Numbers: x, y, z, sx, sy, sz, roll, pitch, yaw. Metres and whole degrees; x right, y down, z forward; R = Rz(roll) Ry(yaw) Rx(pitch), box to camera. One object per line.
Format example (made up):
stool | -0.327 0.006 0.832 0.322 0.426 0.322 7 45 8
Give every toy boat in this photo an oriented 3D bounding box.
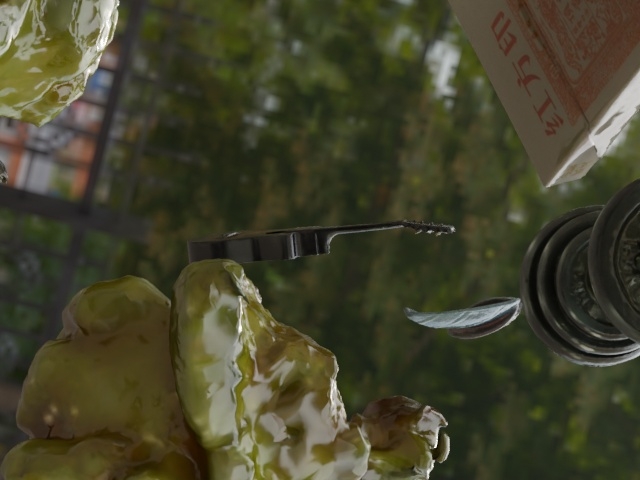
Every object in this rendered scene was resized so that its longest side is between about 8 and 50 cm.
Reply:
toy boat | 0.139 0.075 1.922 0.096 0.122 0.034 -25 -108 34

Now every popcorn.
popcorn | -0.085 0.169 1.433 0.290 0.321 0.326 -41 -125 9
popcorn | -0.305 -0.228 1.680 0.279 0.335 0.274 -31 174 -31

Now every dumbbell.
dumbbell | 0.320 0.034 1.969 0.406 0.179 0.179 135 -32 -80

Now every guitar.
guitar | 0.000 0.000 1.647 0.088 0.233 0.025 -18 103 -71

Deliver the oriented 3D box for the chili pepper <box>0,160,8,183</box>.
chili pepper | -0.304 -0.076 1.110 0.092 0.137 0.368 -50 169 10

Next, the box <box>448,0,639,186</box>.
box | 0.221 -0.220 1.510 0.204 0.051 0.365 65 -29 21
